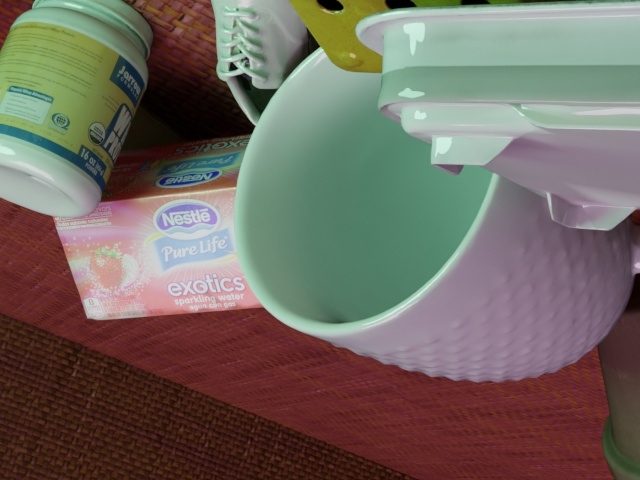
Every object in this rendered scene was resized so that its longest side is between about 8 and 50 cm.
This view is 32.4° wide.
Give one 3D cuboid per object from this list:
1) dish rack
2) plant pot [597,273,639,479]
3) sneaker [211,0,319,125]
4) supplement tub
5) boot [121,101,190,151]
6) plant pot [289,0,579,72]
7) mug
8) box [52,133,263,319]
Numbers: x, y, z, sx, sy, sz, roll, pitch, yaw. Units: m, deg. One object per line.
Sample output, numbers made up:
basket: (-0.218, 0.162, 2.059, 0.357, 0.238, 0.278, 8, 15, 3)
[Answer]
dish rack: (0.197, -0.050, 0.595, 0.285, 0.072, 0.332, 6, 176, 30)
plant pot: (0.397, 0.130, 1.171, 0.263, 0.263, 0.229, -8, 116, 51)
sneaker: (-0.053, -0.181, 0.955, 0.094, 0.091, 0.258, 11, 160, 19)
supplement tub: (-0.256, -0.138, 1.088, 0.144, 0.200, 0.144, 16, 161, 6)
boot: (-0.239, -0.082, 1.336, 0.269, 0.089, 0.236, 31, 129, -30)
plant pot: (0.071, -0.209, 0.628, 0.212, 0.187, 0.212, 6, 158, 29)
mug: (0.169, -0.014, 0.958, 0.374, 0.276, 0.328, -9, 157, 39)
box: (-0.110, -0.019, 1.177, 0.299, 0.154, 0.142, -5, 117, 18)
